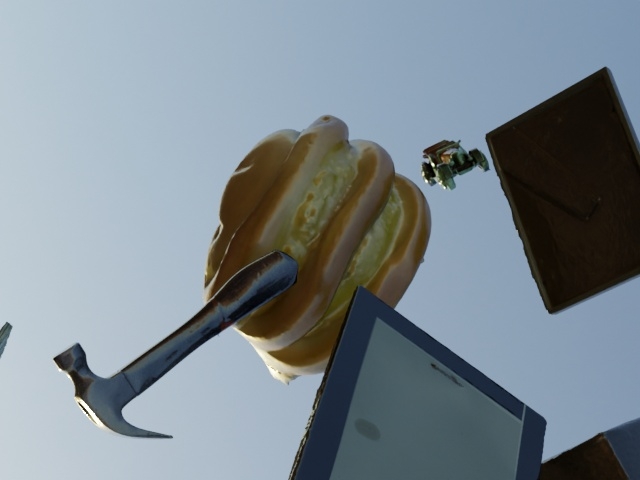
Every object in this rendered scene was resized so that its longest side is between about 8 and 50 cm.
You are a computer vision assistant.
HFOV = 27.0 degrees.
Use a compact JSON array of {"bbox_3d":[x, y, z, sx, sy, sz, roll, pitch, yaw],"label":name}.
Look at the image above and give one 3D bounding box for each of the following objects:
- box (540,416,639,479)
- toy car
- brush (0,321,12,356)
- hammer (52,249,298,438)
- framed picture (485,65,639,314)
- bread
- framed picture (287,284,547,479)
[{"bbox_3d":[0.273,0.321,1.510,0.273,0.184,0.143,-33,-107,27],"label":"box"},{"bbox_3d":[0.180,-0.106,1.830,0.143,0.073,0.054,-139,-155,-81],"label":"toy car"},{"bbox_3d":[-0.355,0.174,1.283,0.083,0.011,0.205,-54,-172,52],"label":"brush"},{"bbox_3d":[-0.129,0.102,1.410,0.137,0.290,0.037,59,-29,-8],"label":"hammer"},{"bbox_3d":[0.326,-0.061,1.684,0.192,0.018,0.265,-28,-113,29],"label":"framed picture"},{"bbox_3d":[0.000,0.000,1.646,0.211,0.270,0.316,8,-123,40],"label":"bread"},{"bbox_3d":[0.108,0.210,1.307,0.016,0.265,0.347,-50,-169,32],"label":"framed picture"}]
